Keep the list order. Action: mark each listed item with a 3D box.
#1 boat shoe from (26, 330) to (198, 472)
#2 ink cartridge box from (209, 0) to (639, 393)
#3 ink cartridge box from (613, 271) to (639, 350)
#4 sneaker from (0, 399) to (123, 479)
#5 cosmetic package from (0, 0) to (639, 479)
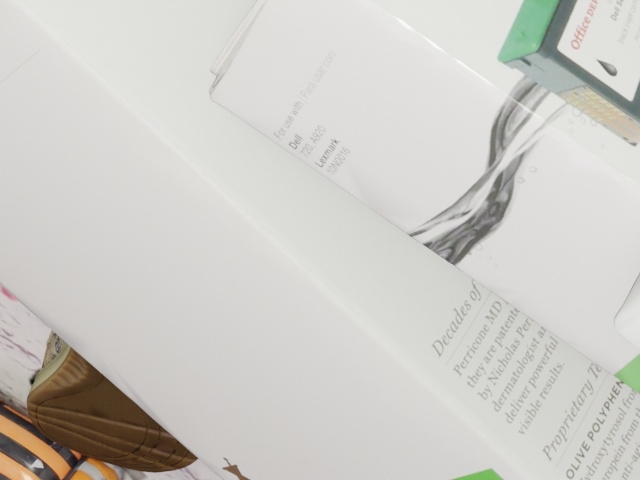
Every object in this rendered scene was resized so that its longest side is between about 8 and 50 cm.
[{"bbox_3d":[-0.094,0.048,1.000,0.104,0.089,0.285,18,150,-7],"label":"boat shoe"},{"bbox_3d":[0.097,-0.061,0.624,0.219,0.160,0.092,34,145,-3],"label":"ink cartridge box"},{"bbox_3d":[0.235,-0.072,0.439,0.129,0.223,0.307,37,146,-6],"label":"ink cartridge box"},{"bbox_3d":[-0.257,0.195,1.295,0.180,0.124,0.321,35,136,4],"label":"sneaker"},{"bbox_3d":[0.000,0.000,0.788,0.365,0.155,0.197,42,148,-15],"label":"cosmetic package"}]
